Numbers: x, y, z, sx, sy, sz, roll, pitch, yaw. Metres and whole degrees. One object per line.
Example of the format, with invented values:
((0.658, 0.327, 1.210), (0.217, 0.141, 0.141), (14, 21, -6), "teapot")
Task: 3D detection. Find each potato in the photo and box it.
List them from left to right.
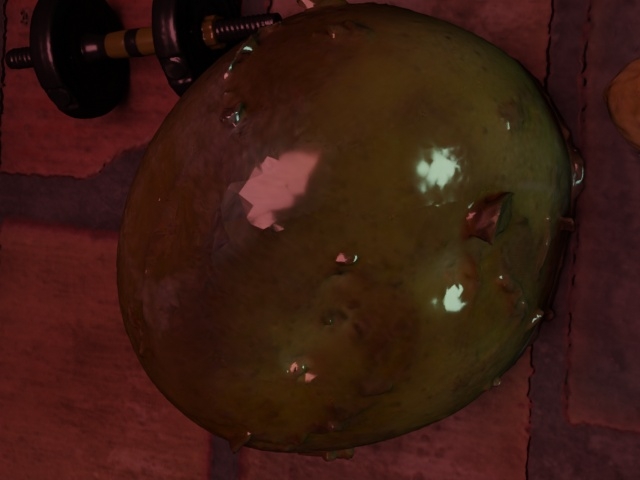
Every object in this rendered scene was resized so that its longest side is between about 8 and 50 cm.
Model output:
((0.000, 0.000, 1.129), (0.385, 0.319, 0.442), (32, 107, 21), "potato")

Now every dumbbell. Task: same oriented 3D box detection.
((-0.188, -0.204, 1.289), (0.325, 0.143, 0.143), (-4, 91, 24), "dumbbell")

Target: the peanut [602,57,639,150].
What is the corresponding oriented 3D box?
((0.372, -0.099, 1.051), (0.274, 0.125, 0.111), (11, 90, 22), "peanut")
